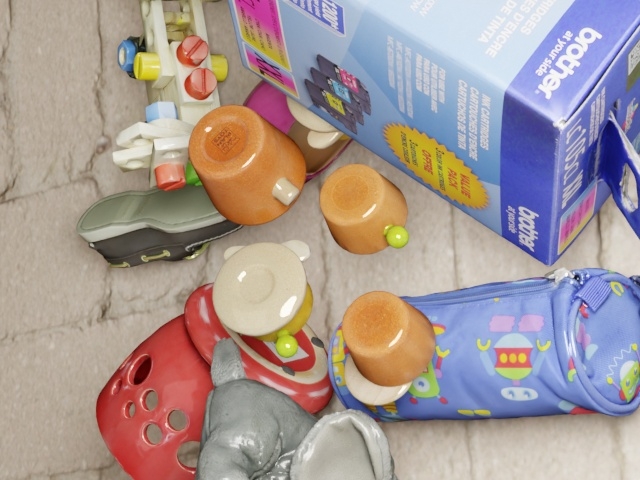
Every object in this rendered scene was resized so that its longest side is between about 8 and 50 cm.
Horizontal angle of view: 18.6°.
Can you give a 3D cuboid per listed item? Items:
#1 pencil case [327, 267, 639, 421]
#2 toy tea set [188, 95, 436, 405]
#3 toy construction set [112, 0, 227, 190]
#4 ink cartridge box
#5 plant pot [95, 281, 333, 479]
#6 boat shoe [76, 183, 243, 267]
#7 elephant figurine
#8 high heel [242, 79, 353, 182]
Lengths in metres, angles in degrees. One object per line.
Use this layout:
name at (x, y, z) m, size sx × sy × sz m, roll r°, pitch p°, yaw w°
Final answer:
pencil case at (0.145, 0.092, 1.700) m, size 0.306 × 0.119 × 0.133 m, roll -8°, pitch 108°, yaw 44°
toy tea set at (0.000, 0.000, 1.731) m, size 0.200 × 0.124 × 0.336 m, roll -18°, pitch 62°, yaw 13°
toy construction set at (-0.136, -0.185, 1.977) m, size 0.215 × 0.151 × 0.327 m, roll 141°, pitch 138°, yaw -57°
ink cartridge box at (0.119, -0.149, 1.556) m, size 0.395 × 0.270 × 0.151 m, roll 32°, pitch 73°, yaw 18°
plant pot at (-0.097, 0.148, 1.893) m, size 0.174 × 0.191 × 0.191 m, roll -52°, pitch 53°, yaw 25°
boat shoe at (-0.155, -0.016, 2.056) m, size 0.228 × 0.068 × 0.081 m, roll -6°, pitch 41°, yaw 40°
elephant figurine at (0.007, 0.221, 1.746) m, size 0.169 × 0.239 × 0.186 m, roll -87°, pitch 6°, yaw -63°
high heel at (0.042, -0.110, 1.831) m, size 0.377 × 0.127 × 0.181 m, roll -52°, pitch 59°, yaw 34°
